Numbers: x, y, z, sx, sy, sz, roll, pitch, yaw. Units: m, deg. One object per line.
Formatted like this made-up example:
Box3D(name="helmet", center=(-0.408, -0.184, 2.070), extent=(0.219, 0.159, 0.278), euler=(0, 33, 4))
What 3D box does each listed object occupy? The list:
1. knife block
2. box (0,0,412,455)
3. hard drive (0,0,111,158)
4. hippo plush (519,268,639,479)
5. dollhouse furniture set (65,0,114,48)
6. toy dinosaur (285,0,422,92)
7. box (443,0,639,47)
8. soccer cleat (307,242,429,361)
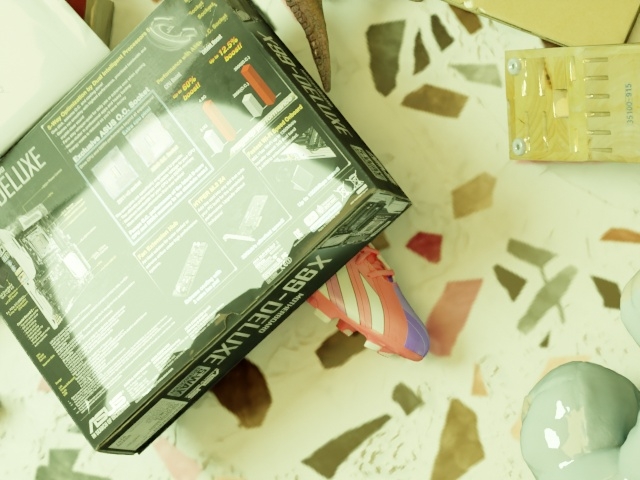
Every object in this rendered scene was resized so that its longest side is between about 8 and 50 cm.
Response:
Box3D(name="knife block", center=(0.307, -0.110, 1.517), extent=(0.276, 0.242, 0.088), euler=(5, 99, 58))
Box3D(name="box", center=(-0.121, -0.020, 1.563), extent=(0.307, 0.076, 0.242), euler=(-43, 69, 12))
Box3D(name="hard drive", center=(-0.354, -0.118, 1.590), extent=(0.319, 0.040, 0.210), euler=(-43, 90, -4))
Box3D(name="hippo plush", center=(0.278, 0.162, 1.463), extent=(0.236, 0.234, 0.294), euler=(-41, 56, 40))
Box3D(name="dollhouse furniture set", center=(-0.282, -0.208, 1.672), extent=(0.184, 0.129, 0.129), euler=(5, 86, 18))
Box3D(name="toy dinosaur", center=(0.024, -0.273, 1.553), extent=(0.127, 0.200, 0.295), euler=(30, 93, 17))
Box3D(name="box", center=(0.201, -0.258, 1.594), extent=(0.164, 0.021, 0.201), euler=(24, 91, 17))
Box3D(name="soccer cleat", center=(0.000, 0.000, 1.598), extent=(0.248, 0.083, 0.095), euler=(38, 91, 19))
